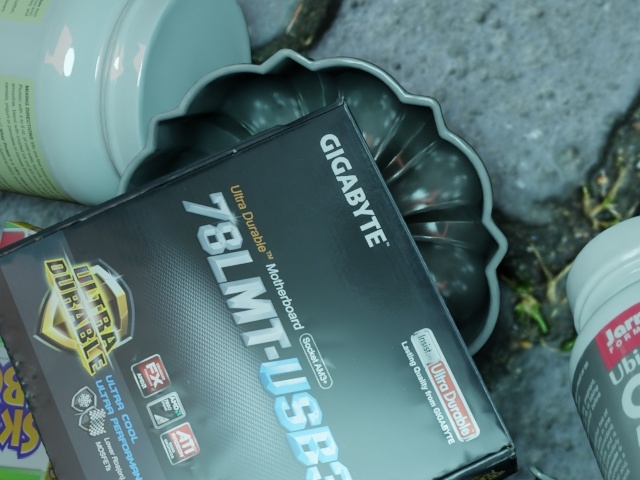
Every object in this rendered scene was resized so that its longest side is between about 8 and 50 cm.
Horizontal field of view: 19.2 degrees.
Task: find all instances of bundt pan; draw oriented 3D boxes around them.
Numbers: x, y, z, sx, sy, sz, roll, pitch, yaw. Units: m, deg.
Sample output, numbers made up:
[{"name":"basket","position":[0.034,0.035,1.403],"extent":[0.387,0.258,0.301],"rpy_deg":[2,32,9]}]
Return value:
[{"name":"bundt pan","position":[0.000,0.000,1.577],"extent":[0.331,0.124,0.330],"rpy_deg":[3,101,13]}]

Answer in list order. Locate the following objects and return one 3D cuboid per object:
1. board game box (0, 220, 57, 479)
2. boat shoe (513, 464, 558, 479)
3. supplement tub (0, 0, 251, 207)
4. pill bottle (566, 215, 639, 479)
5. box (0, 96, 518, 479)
[{"name":"board game box","position":[-0.264,0.123,1.707],"extent":[0.124,0.039,0.259],"rpy_deg":[19,99,35]},{"name":"boat shoe","position":[0.213,0.246,1.466],"extent":[0.320,0.118,0.103],"rpy_deg":[26,76,23]},{"name":"supplement tub","position":[-0.251,-0.156,1.718],"extent":[0.325,0.235,0.235],"rpy_deg":[10,77,25]},{"name":"pill bottle","position":[0.285,0.131,1.397],"extent":[0.176,0.176,0.318],"rpy_deg":[-28,42,12]},{"name":"box","position":[-0.054,0.088,1.324],"extent":[0.293,0.073,0.295],"rpy_deg":[-24,70,0]}]
